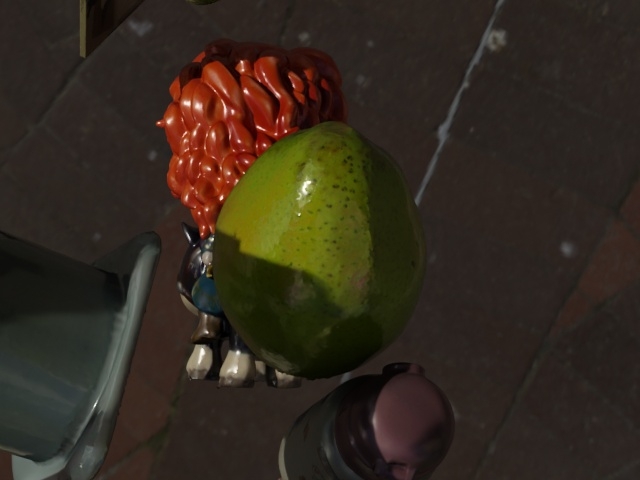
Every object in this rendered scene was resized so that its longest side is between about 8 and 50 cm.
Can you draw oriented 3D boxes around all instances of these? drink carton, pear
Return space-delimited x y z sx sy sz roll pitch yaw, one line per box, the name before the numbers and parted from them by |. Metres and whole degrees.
drink carton | -0.244 0.068 0.915 0.189 0.186 0.191 19 159 -27
pear | 0.000 0.000 1.090 0.187 0.187 0.220 11 123 17

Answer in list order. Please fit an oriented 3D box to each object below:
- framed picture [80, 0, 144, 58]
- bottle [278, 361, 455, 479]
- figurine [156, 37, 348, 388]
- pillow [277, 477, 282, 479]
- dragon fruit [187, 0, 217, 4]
framed picture | -0.199 -0.302 1.424 0.010 0.201 0.136 26 141 12
bottle | 0.041 0.171 1.123 0.110 0.110 0.233 34 156 -2
figurine | -0.082 -0.021 1.551 0.241 0.306 0.412 5 116 -9
pillow | 0.014 0.301 1.397 0.179 0.171 0.075 31 162 29
dragon fruit | -0.058 -0.292 0.863 0.227 0.224 0.224 -26 111 22
